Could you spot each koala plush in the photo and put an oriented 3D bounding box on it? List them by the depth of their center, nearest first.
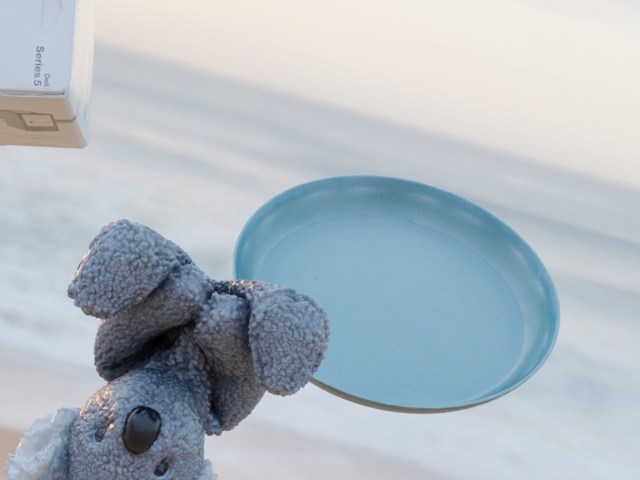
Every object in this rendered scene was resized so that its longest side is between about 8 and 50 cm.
[{"bbox_3d":[-0.123,0.125,1.498,0.196,0.221,0.203,23,-10,-4],"label":"koala plush"}]

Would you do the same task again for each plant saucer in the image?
[{"bbox_3d":[0.070,0.056,1.854,0.318,0.043,0.317,8,41,-7],"label":"plant saucer"}]

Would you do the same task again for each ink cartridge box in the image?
[{"bbox_3d":[-0.320,-0.228,2.186,0.115,0.198,0.273,3,-10,-2],"label":"ink cartridge box"}]
